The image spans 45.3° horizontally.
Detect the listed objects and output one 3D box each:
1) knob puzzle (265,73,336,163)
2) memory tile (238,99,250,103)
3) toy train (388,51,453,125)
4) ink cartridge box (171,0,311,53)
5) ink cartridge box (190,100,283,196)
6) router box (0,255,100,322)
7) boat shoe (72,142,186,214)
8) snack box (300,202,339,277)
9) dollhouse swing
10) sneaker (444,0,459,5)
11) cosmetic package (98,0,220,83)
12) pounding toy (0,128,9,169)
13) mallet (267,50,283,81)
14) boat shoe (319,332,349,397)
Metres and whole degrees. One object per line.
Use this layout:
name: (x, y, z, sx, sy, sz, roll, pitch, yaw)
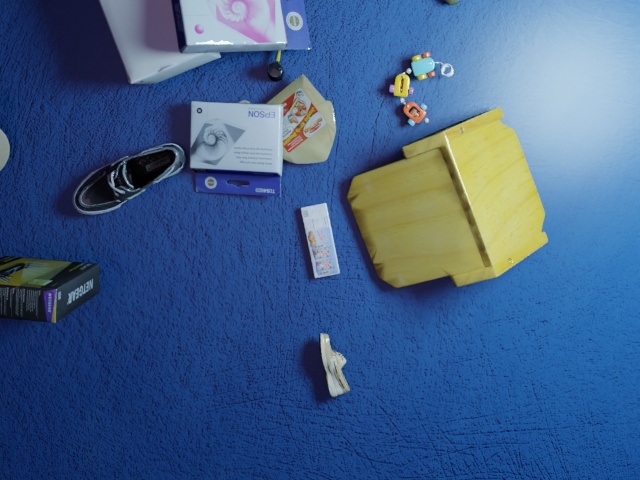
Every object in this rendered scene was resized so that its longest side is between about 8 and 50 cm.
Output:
knob puzzle: (-0.045, -0.270, 1.842, 0.213, 0.030, 0.213, 3, 102, 12)
memory tile: (-0.181, -0.253, 1.853, 0.113, 0.012, 0.148, -32, 94, 17)
toy train: (0.235, -0.363, 1.828, 0.125, 0.046, 0.166, 33, 100, -4)
ink cartridge box: (-0.175, -0.586, 1.702, 0.330, 0.071, 0.324, -10, 90, -27)
ink cartridge box: (-0.201, -0.217, 1.830, 0.223, 0.045, 0.224, 3, 102, 9)
router box: (-0.675, 0.107, 1.772, 0.243, 0.309, 0.081, 5, 98, 0)
boat shoe: (-0.466, -0.146, 1.839, 0.301, 0.102, 0.108, -23, 96, 4)
snack box: (0.000, 0.000, 1.888, 0.064, 0.022, 0.178, -11, 97, 2)
dollhouse swing: (0.301, -0.085, 1.854, 0.315, 0.305, 0.346, -27, 97, -37)
sneaker: (0.380, -0.606, 1.782, 0.086, 0.064, 0.192, 43, 93, 1)
cosmetic package: (-0.393, -0.560, 1.751, 0.197, 0.155, 0.365, -18, 98, 11)
pounding toy: (-0.854, -0.257, 1.825, 0.183, 0.110, 0.237, -19, 137, -25)
mallet: (-0.094, -0.472, 1.829, 0.039, 0.062, 0.189, 10, 83, -1)
boat shoe: (0.035, 0.306, 1.910, 0.059, 0.063, 0.170, -13, 106, 0)
